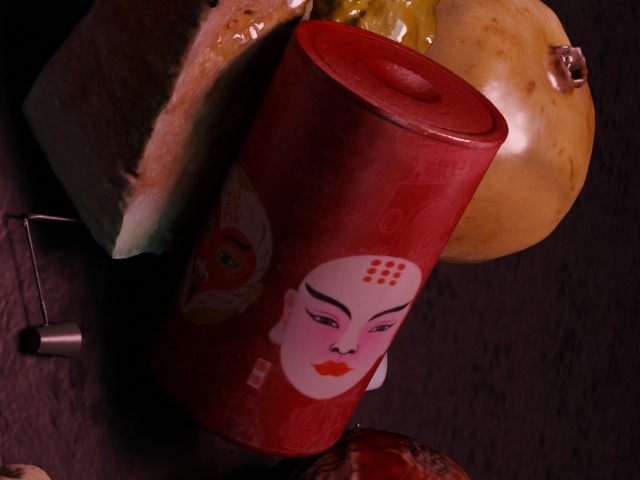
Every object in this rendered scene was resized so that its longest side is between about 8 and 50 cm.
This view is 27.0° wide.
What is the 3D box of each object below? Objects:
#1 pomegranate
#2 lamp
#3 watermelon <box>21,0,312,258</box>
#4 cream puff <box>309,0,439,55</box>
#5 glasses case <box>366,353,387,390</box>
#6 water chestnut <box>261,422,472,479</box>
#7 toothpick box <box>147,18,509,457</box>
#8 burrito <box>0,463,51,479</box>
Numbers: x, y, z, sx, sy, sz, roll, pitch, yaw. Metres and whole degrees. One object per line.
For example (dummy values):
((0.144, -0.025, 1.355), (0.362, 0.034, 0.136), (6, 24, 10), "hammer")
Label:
((0.153, -0.131, 1.490), (0.332, 0.332, 0.333), (6, 84, -60), "pomegranate")
((-0.227, 0.038, 1.104), (0.054, 0.041, 0.121), (0, 92, -51), "lamp")
((-0.121, -0.158, 1.147), (0.264, 0.151, 0.302), (-39, 157, -52), "watermelon")
((-0.007, -0.240, 1.314), (0.185, 0.281, 0.282), (20, 69, -35), "cream puff")
((0.026, 0.139, 1.517), (0.178, 0.045, 0.067), (3, 86, -60), "glasses case")
((0.055, 0.349, 1.275), (0.350, 0.302, 0.351), (16, 90, -90), "water chestnut")
((0.000, 0.000, 1.174), (0.204, 0.204, 0.333), (-22, 143, -58), "toothpick box")
((-0.288, 0.250, 0.923), (0.347, 0.107, 0.175), (10, 66, -61), "burrito")
